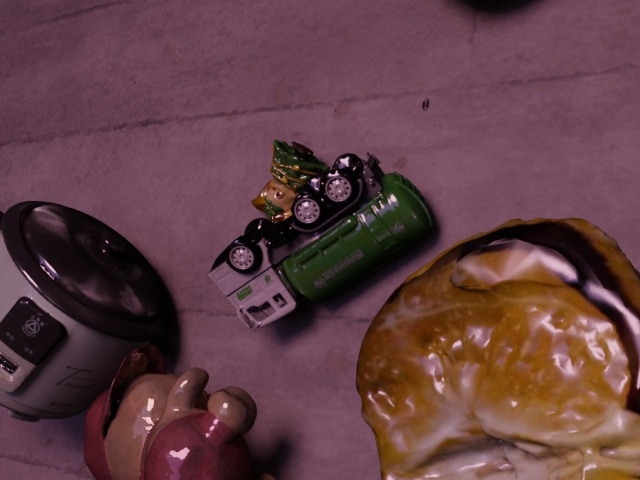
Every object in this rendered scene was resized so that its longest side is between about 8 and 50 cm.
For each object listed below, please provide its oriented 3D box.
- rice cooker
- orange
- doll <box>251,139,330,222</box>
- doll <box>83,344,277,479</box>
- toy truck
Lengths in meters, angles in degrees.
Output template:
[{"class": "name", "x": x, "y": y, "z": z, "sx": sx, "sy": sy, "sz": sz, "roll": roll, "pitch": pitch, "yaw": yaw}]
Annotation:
[{"class": "rice cooker", "x": -0.322, "y": 0.079, "z": 0.959, "sx": 0.280, "sy": 0.241, "sz": 0.227, "roll": 42, "pitch": 104, "yaw": -4}, {"class": "orange", "x": 0.175, "y": 0.171, "z": 0.627, "sx": 0.271, "sy": 0.210, "sz": 0.368, "roll": -17, "pitch": 67, "yaw": 35}, {"class": "doll", "x": -0.033, "y": -0.065, "z": 0.944, "sx": 0.078, "sy": 0.077, "sz": 0.113, "roll": 39, "pitch": 126, "yaw": 40}, {"class": "doll", "x": -0.164, "y": 0.225, "z": 0.861, "sx": 0.256, "sy": 0.152, "sz": 0.196, "roll": 7, "pitch": 87, "yaw": 45}, {"class": "toy truck", "x": 0.000, "y": 0.000, "z": 0.859, "sx": 0.243, "sy": 0.101, "sz": 0.125, "roll": -33, "pitch": 100, "yaw": 17}]
